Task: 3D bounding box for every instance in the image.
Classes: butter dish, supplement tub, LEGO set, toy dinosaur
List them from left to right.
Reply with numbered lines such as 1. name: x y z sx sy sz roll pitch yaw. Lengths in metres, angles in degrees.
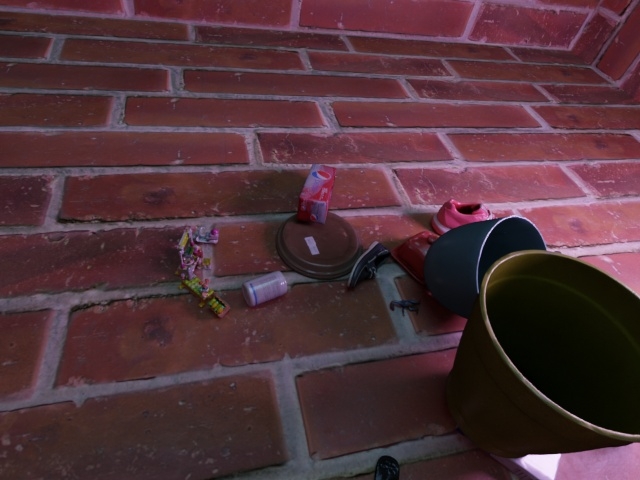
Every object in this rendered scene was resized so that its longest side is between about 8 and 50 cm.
1. LEGO set: -0.325 0.069 1.086 0.132 0.107 0.287 -7 50 -17
2. supplement tub: -0.151 0.129 1.094 0.107 0.071 0.071 -17 54 -25
3. toy dinosaur: 0.242 0.186 1.162 0.082 0.047 0.090 15 13 14
4. butter dish: 0.328 0.029 1.253 0.159 0.118 0.160 -26 58 -29

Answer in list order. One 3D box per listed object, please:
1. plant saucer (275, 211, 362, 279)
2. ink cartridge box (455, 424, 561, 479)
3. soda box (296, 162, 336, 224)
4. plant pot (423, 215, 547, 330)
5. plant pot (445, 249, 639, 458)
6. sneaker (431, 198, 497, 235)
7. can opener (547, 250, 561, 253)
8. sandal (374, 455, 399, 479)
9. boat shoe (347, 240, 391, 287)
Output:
1. plant saucer: 0.000 0.000 1.264 0.277 0.041 0.278 6 49 -7
2. ink cartridge box: 0.464 0.427 0.971 0.223 0.045 0.224 33 50 18
3. soda box: -0.010 -0.160 1.338 0.092 0.084 0.263 11 34 2
4. plant pot: 0.428 0.084 1.110 0.292 0.235 0.293 0 90 -30
5. plant pot: 0.434 0.271 0.834 0.366 0.353 0.367 5 47 -6
6. sneaker: 0.542 -0.055 1.362 0.313 0.136 0.116 14 48 0
7. can opener: 0.800 0.133 1.274 0.075 0.095 0.284 1 49 -12
8. sandal: 0.129 0.525 0.816 0.067 0.040 0.179 15 47 1
9. boat shoe: 0.147 0.075 1.204 0.065 0.075 0.206 28 44 17
